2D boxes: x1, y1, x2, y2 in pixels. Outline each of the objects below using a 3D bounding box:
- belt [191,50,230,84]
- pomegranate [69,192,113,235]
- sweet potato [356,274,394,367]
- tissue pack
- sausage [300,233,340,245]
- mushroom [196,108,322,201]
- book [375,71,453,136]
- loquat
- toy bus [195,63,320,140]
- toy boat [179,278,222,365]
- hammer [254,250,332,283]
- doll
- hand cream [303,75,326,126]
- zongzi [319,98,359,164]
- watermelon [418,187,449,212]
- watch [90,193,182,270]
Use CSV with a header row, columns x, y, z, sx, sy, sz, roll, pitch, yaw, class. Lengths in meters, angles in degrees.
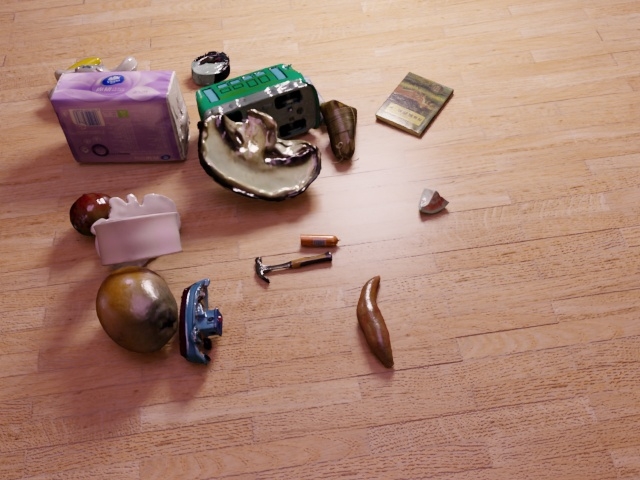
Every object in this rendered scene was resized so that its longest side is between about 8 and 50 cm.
x,y,z,sx,sy,sz,roll,pitch,yaw,class
-0.354,-0.556,2.253,0.140,0.058,0.105,-29,62,-22,belt
-0.599,-0.053,1.847,0.129,0.129,0.159,-13,62,-7,pomegranate
0.126,0.184,1.667,0.078,0.058,0.256,4,49,-14,sweet potato
-0.557,-0.356,1.997,0.337,0.242,0.160,-1,50,2,tissue pack
0.000,0.000,1.828,0.107,0.031,0.031,2,53,3,sausage
-0.174,-0.228,1.905,0.343,0.130,0.248,7,81,-14,mushroom
0.289,-0.421,2.135,0.160,0.024,0.228,27,58,19,book
-0.431,0.165,1.641,0.179,0.179,0.227,-27,52,-16,loquat
-0.193,-0.386,2.039,0.343,0.184,0.199,-20,48,-13,toy bus
-0.280,0.186,1.657,0.097,0.100,0.223,-10,54,7,toy boat
-0.067,0.062,1.789,0.200,0.021,0.078,-10,53,-3,hammer
-0.732,-0.501,2.199,0.251,0.111,0.237,5,52,18,doll
-0.033,-0.439,2.156,0.088,0.055,0.256,-18,47,-15,hand cream
0.083,-0.315,2.053,0.084,0.184,0.187,-15,84,30,zongzi
0.298,-0.111,1.874,0.085,0.061,0.085,3,46,-3,watermelon
-0.439,-0.029,1.732,0.244,0.231,0.196,-12,92,-30,watch
